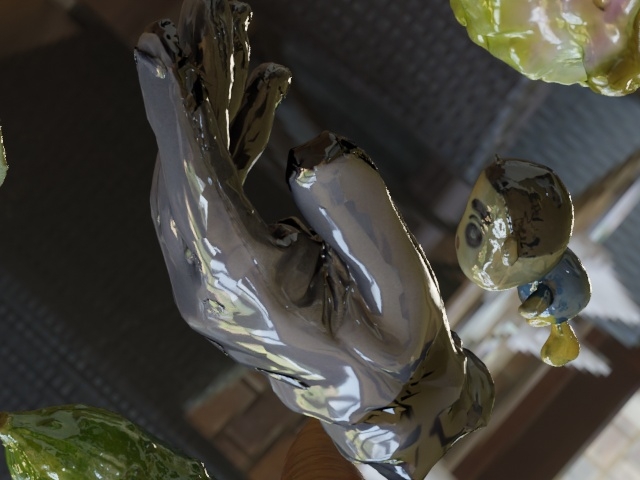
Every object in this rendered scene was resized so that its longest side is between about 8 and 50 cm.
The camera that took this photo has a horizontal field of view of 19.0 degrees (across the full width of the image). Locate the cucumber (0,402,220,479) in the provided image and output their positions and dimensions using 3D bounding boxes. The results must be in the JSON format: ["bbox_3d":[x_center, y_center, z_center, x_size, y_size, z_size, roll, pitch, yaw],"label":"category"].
[{"bbox_3d":[-0.172,0.198,1.511,0.134,0.134,0.244,-49,127,-1],"label":"cucumber"}]

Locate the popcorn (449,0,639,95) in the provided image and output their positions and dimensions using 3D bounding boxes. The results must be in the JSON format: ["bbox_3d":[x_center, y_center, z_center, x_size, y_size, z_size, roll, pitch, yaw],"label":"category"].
[{"bbox_3d":[0.121,-0.123,0.807,0.126,0.145,0.126,-65,-158,10],"label":"popcorn"}]

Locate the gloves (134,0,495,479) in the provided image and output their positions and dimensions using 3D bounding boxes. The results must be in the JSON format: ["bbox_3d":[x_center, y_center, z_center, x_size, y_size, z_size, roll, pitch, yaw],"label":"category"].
[{"bbox_3d":[-0.003,0.011,0.852,0.119,0.142,0.285,-51,127,-30],"label":"gloves"}]

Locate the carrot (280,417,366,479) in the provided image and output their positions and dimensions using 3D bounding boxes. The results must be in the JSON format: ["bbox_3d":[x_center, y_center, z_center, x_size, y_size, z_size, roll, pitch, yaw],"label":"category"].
[{"bbox_3d":[-0.001,0.150,1.141,0.069,0.069,0.336,-50,-172,5],"label":"carrot"}]

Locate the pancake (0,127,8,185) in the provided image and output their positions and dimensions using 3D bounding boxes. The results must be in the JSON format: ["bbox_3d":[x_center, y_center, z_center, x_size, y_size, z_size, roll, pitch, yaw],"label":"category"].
[{"bbox_3d":[-0.286,-0.080,1.474,0.108,0.108,0.017,-56,174,33],"label":"pancake"}]

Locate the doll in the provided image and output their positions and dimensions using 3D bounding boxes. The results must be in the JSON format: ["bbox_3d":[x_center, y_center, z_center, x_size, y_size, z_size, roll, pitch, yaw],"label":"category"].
[{"bbox_3d":[0.143,0.013,1.358,0.088,0.102,0.179,-16,125,1],"label":"doll"}]
